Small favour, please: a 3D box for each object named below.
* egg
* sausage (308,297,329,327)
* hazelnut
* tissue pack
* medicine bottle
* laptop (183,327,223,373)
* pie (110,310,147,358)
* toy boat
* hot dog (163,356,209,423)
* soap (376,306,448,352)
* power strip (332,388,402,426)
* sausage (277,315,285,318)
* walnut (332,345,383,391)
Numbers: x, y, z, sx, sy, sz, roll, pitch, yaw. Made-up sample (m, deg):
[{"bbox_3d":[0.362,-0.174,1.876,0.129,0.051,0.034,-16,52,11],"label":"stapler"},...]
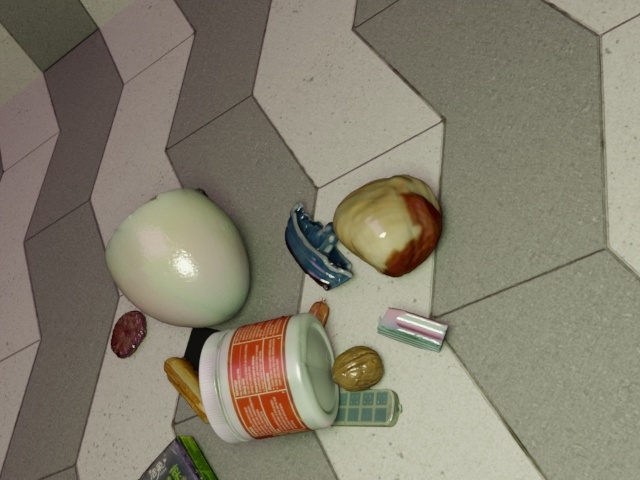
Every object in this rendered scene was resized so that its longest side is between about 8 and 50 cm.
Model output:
[{"bbox_3d":[-0.346,0.085,1.753,0.354,0.354,0.340,-46,70,8],"label":"egg"},{"bbox_3d":[-0.051,0.304,1.592,0.053,0.053,0.348,10,73,40],"label":"sausage"},{"bbox_3d":[0.153,-0.025,1.512,0.261,0.241,0.261,-6,37,5],"label":"hazelnut"},{"bbox_3d":[-0.336,0.627,1.611,0.173,0.073,0.235,-48,54,5],"label":"tissue pack"},{"bbox_3d":[-0.105,0.302,1.439,0.240,0.252,0.253,-13,59,15],"label":"medicine bottle"},{"bbox_3d":[-0.305,0.312,1.807,0.197,0.016,0.135,5,72,40],"label":"laptop"},{"bbox_3d":[-0.594,0.289,2.020,0.154,0.036,0.155,-17,58,30],"label":"pie"},{"bbox_3d":[0.000,0.000,1.660,0.142,0.129,0.309,-52,46,18],"label":"toy boat"},{"bbox_3d":[-0.341,0.386,1.744,0.076,0.102,0.249,-34,46,-24],"label":"hot dog"},{"bbox_3d":[0.199,0.195,1.427,0.149,0.100,0.056,17,71,16],"label":"soap"},{"bbox_3d":[0.078,0.379,1.471,0.226,0.029,0.080,-11,62,33],"label":"power strip"},{"bbox_3d":[-0.102,0.258,1.642,0.076,0.076,0.141,12,73,40],"label":"sausage"},{"bbox_3d":[0.082,0.288,1.458,0.124,0.105,0.105,-12,49,-18],"label":"walnut"}]
